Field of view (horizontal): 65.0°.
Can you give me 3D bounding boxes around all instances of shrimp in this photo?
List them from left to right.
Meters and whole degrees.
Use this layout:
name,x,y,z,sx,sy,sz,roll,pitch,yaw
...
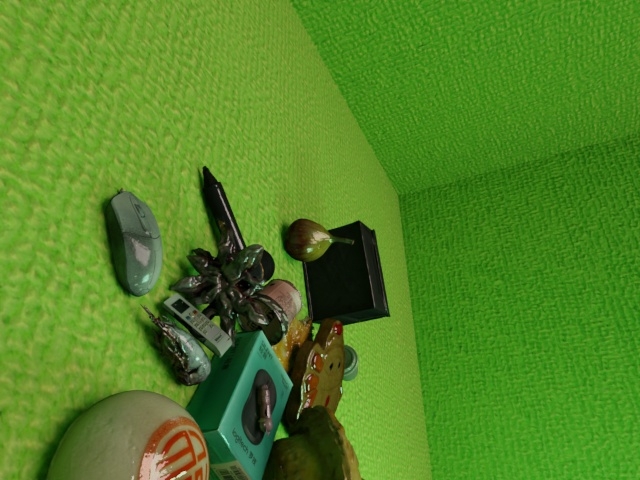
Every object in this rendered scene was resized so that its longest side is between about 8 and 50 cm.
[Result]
name,x,y,z,sx,sy,sz,roll,pitch,yaw
shrimp,-0.303,0.211,1.037,0.232,0.079,0.090,62,-11,-28

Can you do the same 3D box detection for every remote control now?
name,x,y,z,sx,sy,sz,roll,pitch,yaw
remote control,-0.265,0.183,1.078,0.166,0.029,0.065,40,20,0

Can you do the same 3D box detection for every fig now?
name,x,y,z,sx,sy,sz,roll,pitch,yaw
fig,-0.010,0.011,1.759,0.160,0.231,0.143,-82,-169,-57

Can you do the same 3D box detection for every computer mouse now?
name,x,y,z,sx,sy,sz,roll,pitch,yaw
computer mouse,-0.365,-0.003,1.012,0.113,0.069,0.228,8,70,-70

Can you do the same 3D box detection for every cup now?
name,x,y,z,sx,sy,sz,roll,pitch,yaw
cup,0.087,0.463,1.858,0.141,0.120,0.120,72,16,-51

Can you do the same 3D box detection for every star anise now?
name,x,y,z,sx,sy,sz,roll,pitch,yaw
star anise,-0.221,0.103,1.155,0.129,0.213,0.282,46,41,-76

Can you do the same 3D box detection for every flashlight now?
name,x,y,z,sx,sy,sz,roll,pitch,yaw
flashlight,-0.125,0.377,1.116,0.052,0.032,0.110,86,-4,-66

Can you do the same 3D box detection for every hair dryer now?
name,x,y,z,sx,sy,sz,roll,pitch,yaw
hair dryer,-0.253,-0.029,1.317,0.351,0.107,0.189,67,23,-2

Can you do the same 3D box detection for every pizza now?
name,x,y,z,sx,sy,sz,roll,pitch,yaw
pizza,-0.096,0.310,1.490,0.323,0.090,0.222,49,41,-54

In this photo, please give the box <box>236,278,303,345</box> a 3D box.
name,x,y,z,sx,sy,sz,roll,pitch,yaw
box,-0.130,0.182,1.351,0.135,0.151,0.151,-45,120,-50

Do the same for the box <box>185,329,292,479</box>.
name,x,y,z,sx,sy,sz,roll,pitch,yaw
box,-0.185,0.384,1.166,0.311,0.118,0.205,-69,142,-57

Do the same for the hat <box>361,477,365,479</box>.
name,x,y,z,sx,sy,sz,roll,pitch,yaw
hat,0.081,0.873,1.558,0.233,0.244,0.233,43,61,-7

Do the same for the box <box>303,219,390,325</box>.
name,x,y,z,sx,sy,sz,roll,pitch,yaw
box,0.090,0.132,1.867,0.204,0.251,0.344,27,51,-64

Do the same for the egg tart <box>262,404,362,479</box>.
name,x,y,z,sx,sy,sz,roll,pitch,yaw
egg tart,-0.046,0.604,1.155,0.443,0.178,0.442,-171,-90,-70

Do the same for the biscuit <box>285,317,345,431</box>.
name,x,y,z,sx,sy,sz,roll,pitch,yaw
biscuit,0.000,0.427,1.533,0.359,0.074,0.380,35,69,-66

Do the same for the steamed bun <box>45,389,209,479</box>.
name,x,y,z,sx,sy,sz,roll,pitch,yaw
steamed bun,-0.284,0.386,0.815,0.283,0.177,0.282,-13,90,-70
